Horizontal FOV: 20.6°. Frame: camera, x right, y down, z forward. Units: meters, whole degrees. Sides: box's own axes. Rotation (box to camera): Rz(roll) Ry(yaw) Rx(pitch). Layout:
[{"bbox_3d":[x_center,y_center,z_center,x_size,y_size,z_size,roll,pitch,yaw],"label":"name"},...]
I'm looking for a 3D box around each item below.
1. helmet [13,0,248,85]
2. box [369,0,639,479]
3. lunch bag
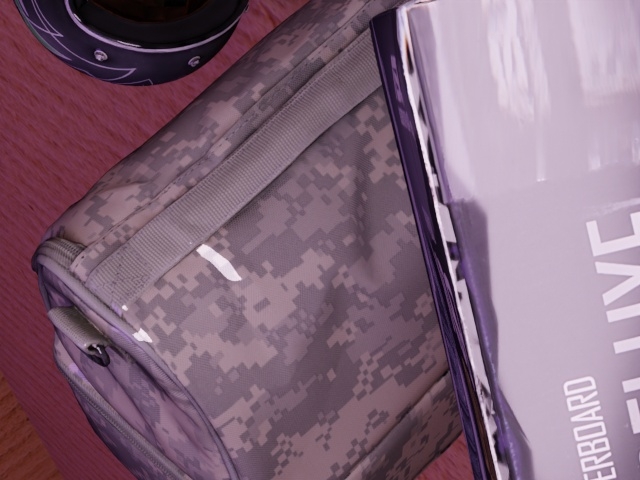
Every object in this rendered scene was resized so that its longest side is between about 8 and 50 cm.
[{"bbox_3d":[-0.125,-0.183,1.130,0.169,0.169,0.161,31,136,47],"label":"helmet"},{"bbox_3d":[0.079,0.036,0.560,0.307,0.076,0.242,-87,-17,-83],"label":"box"},{"bbox_3d":[0.000,0.000,0.960,0.212,0.305,0.256,41,162,22],"label":"lunch bag"}]
